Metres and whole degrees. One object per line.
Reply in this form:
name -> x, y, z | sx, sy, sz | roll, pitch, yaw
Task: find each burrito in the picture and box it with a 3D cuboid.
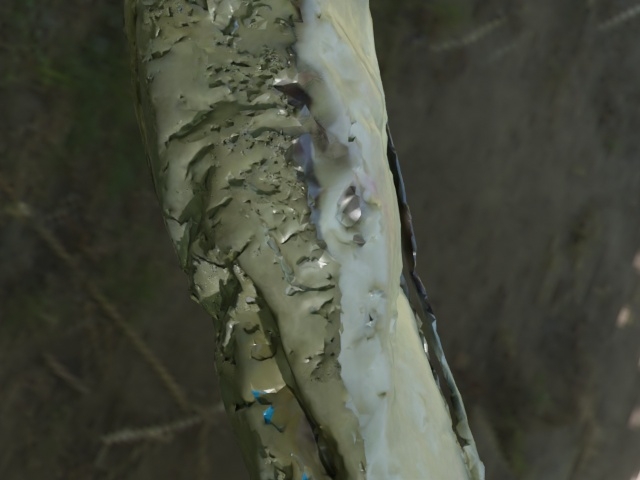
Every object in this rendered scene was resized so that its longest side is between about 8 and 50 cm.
burrito -> -0.002, 0.000, 0.433 | 0.063, 0.229, 0.058 | -12, 167, -15
